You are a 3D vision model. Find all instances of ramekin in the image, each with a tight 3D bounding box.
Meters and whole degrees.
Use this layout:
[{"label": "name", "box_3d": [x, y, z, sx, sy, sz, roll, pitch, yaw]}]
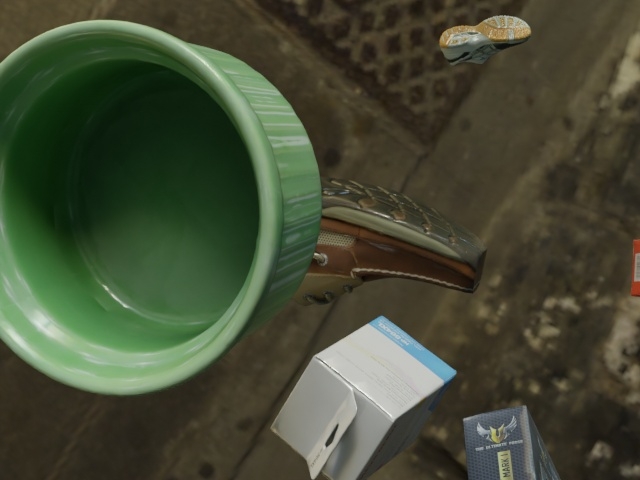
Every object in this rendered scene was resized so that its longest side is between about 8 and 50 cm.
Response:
[{"label": "ramekin", "box_3d": [-0.146, -0.031, 1.134, 0.148, 0.303, 0.303, -17, 122, -66]}]

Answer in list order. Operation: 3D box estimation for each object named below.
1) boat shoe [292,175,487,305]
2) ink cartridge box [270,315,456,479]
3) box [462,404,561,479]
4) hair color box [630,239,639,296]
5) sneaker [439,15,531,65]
[{"label": "boat shoe", "box_3d": [0.000, 0.000, 1.321, 0.122, 0.324, 0.119, -26, 132, -70]}, {"label": "ink cartridge box", "box_3d": [0.034, 0.142, 1.160, 0.143, 0.090, 0.092, -23, 146, -57]}, {"label": "box", "box_3d": [0.176, 0.270, 1.067, 0.059, 0.183, 0.232, -14, 137, 15]}, {"label": "hair color box", "box_3d": [0.449, 0.039, 1.635, 0.141, 0.043, 0.072, 7, 84, -21]}, {"label": "sneaker", "box_3d": [0.153, -0.182, 1.233, 0.037, 0.083, 0.032, 66, 23, -50]}]
